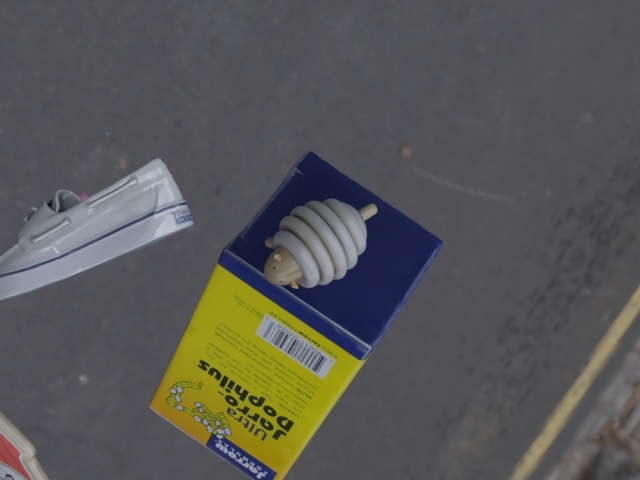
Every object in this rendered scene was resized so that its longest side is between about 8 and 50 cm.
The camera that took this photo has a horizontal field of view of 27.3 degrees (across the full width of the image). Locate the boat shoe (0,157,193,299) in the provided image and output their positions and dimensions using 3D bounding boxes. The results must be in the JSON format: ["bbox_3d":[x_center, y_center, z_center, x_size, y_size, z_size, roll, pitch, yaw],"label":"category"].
[{"bbox_3d":[-0.248,-0.009,1.306,0.258,0.084,0.095,-21,-179,16],"label":"boat shoe"}]

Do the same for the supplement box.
[{"bbox_3d":[-0.038,0.104,1.565,0.194,0.195,0.356,-53,175,-41],"label":"supplement box"}]

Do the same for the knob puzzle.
[{"bbox_3d":[-0.310,0.173,1.115,0.030,0.213,0.213,-47,146,-38],"label":"knob puzzle"}]

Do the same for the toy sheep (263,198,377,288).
[{"bbox_3d":[0.000,0.000,1.284,0.132,0.091,0.091,-38,140,-17],"label":"toy sheep"}]
